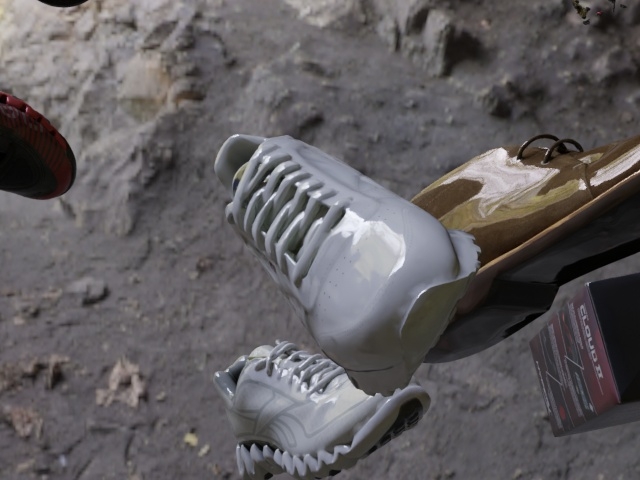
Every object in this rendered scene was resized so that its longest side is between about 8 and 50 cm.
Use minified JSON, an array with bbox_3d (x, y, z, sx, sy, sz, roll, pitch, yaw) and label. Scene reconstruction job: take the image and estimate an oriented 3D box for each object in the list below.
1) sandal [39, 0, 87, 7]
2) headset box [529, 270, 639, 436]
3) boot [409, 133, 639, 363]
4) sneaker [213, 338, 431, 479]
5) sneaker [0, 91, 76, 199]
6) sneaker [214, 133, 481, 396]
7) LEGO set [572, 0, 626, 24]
[{"bbox_3d":[-0.334,-0.322,1.215,0.179,0.040,0.067,29,75,-6],"label":"sandal"},{"bbox_3d":[0.331,0.092,0.984,0.218,0.293,0.110,-11,74,-4],"label":"headset box"},{"bbox_3d":[0.163,-0.035,0.714,0.112,0.305,0.115,16,48,-48],"label":"boot"},{"bbox_3d":[-0.014,0.145,0.966,0.110,0.292,0.118,-24,90,-34],"label":"sneaker"},{"bbox_3d":[-0.352,-0.103,1.007,0.276,0.097,0.135,34,24,-29],"label":"sneaker"},{"bbox_3d":[0.000,0.000,0.525,0.095,0.090,0.235,37,1,-18],"label":"sneaker"},{"bbox_3d":[0.293,-0.256,1.116,0.023,0.083,0.054,-13,55,-44],"label":"LEGO set"}]
